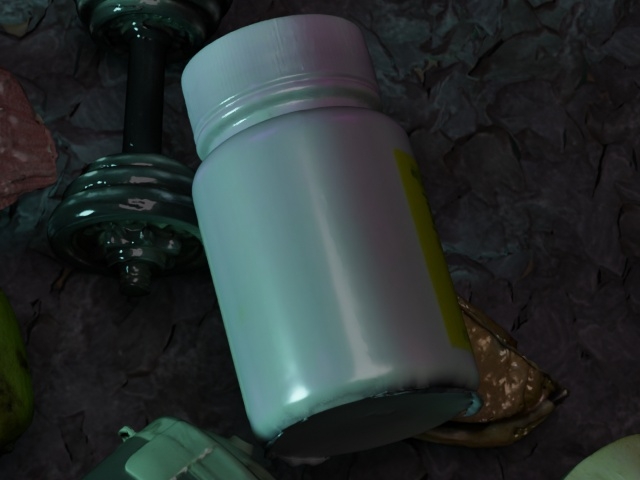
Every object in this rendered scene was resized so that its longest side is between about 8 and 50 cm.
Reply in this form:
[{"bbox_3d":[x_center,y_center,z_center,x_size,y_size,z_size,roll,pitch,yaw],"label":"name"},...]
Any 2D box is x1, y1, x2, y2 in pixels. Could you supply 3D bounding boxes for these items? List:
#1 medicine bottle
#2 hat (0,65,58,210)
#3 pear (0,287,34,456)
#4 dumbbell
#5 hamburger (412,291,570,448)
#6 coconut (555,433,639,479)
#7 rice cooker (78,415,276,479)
[{"bbox_3d":[0.000,0.000,1.734,0.213,0.213,0.378,-11,71,-12],"label":"medicine bottle"},{"bbox_3d":[-0.412,-0.101,1.787,0.286,0.107,0.236,-27,72,-33],"label":"hat"},{"bbox_3d":[-0.384,0.105,1.765,0.269,0.212,0.212,41,69,3],"label":"pear"},{"bbox_3d":[-0.178,-0.135,1.908,0.179,0.179,0.406,4,67,-6],"label":"dumbbell"},{"bbox_3d":[0.130,0.137,1.883,0.208,0.135,0.155,30,88,-9],"label":"hamburger"},{"bbox_3d":[0.311,0.303,1.758,0.259,0.259,0.259,3,68,-7],"label":"coconut"},{"bbox_3d":[-0.131,0.322,1.681,0.277,0.288,0.288,-37,77,-20],"label":"rice cooker"}]
